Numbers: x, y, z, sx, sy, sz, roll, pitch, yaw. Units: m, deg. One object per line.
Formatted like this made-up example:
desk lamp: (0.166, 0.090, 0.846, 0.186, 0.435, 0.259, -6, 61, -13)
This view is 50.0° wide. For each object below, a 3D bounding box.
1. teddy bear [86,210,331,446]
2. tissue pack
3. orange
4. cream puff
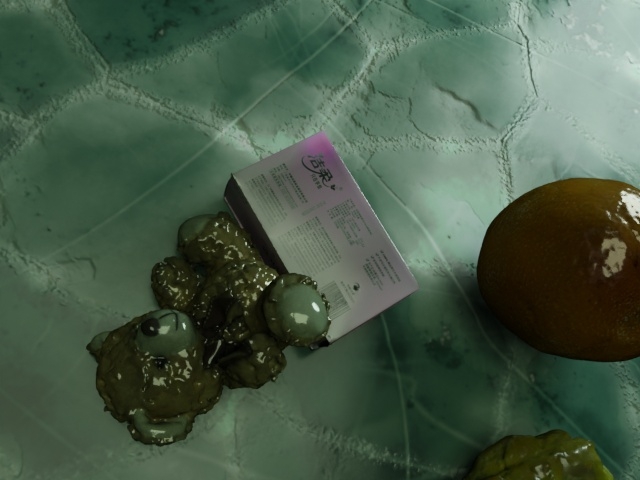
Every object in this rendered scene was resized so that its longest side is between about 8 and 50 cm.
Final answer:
teddy bear: (-0.144, 0.111, 0.800, 0.256, 0.156, 0.267, -30, 44, -21)
tissue pack: (0.000, 0.000, 0.900, 0.149, 0.092, 0.246, -28, 83, -19)
orange: (0.335, 0.038, 0.894, 0.264, 0.264, 0.264, 4, 73, -14)
cream puff: (0.275, 0.367, 0.819, 0.282, 0.185, 0.281, 3, 74, -10)
